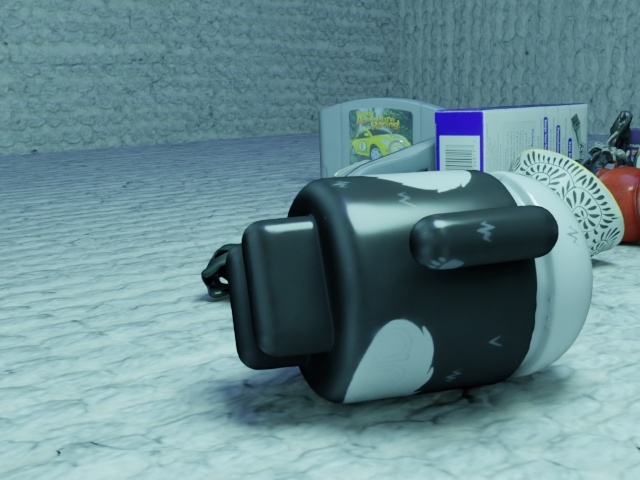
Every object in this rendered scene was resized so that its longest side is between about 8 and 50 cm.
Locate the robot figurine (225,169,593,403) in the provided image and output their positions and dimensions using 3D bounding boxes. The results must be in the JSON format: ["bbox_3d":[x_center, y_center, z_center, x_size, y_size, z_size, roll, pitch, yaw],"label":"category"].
[{"bbox_3d":[0.072,0.029,0.718,0.278,0.174,0.209,-4,24,-18],"label":"robot figurine"}]

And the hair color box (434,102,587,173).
[{"bbox_3d":[0.338,-0.142,1.620,0.339,0.185,0.110,-10,12,-44],"label":"hair color box"}]

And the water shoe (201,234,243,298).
[{"bbox_3d":[-0.034,0.048,0.983,0.203,0.073,0.080,7,39,34],"label":"water shoe"}]

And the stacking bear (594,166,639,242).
[{"bbox_3d":[0.497,-0.054,1.249,0.164,0.175,0.289,0,-2,-40],"label":"stacking bear"}]

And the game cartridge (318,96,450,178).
[{"bbox_3d":[0.130,-0.188,1.857,0.294,0.196,0.060,4,11,28],"label":"game cartridge"}]

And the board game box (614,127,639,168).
[{"bbox_3d":[0.602,-0.125,1.634,0.048,0.141,0.170,-9,13,-40],"label":"board game box"}]

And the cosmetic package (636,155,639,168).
[{"bbox_3d":[0.614,-0.082,1.467,0.231,0.117,0.085,-4,9,-25],"label":"cosmetic package"}]

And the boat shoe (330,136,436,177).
[{"bbox_3d":[0.146,-0.106,1.643,0.367,0.136,0.156,-20,17,-35],"label":"boat shoe"}]

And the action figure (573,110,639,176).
[{"bbox_3d":[0.467,-0.099,1.539,0.164,0.141,0.275,20,48,43],"label":"action figure"}]

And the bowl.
[{"bbox_3d":[0.287,-0.025,1.172,0.080,0.170,0.170,-45,30,-20],"label":"bowl"}]
